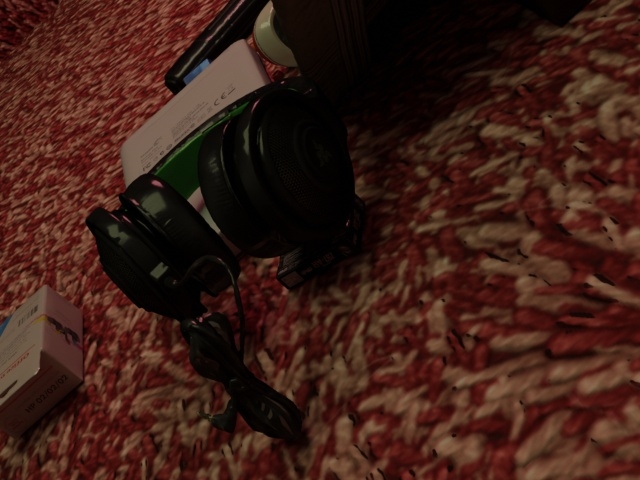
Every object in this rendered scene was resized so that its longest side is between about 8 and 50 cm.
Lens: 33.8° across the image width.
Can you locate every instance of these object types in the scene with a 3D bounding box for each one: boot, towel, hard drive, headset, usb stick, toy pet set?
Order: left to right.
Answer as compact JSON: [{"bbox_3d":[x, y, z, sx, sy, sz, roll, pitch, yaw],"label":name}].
[{"bbox_3d":[-0.124,-0.082,1.157,0.210,0.040,0.318,-40,34,11],"label":"hard drive"},{"bbox_3d":[-0.112,-0.223,1.343,0.114,0.065,0.122,-37,28,17],"label":"toy pet set"},{"bbox_3d":[-0.123,-0.316,1.510,0.278,0.045,0.077,-51,21,-10],"label":"usb stick"},{"bbox_3d":[-0.071,0.000,0.901,0.243,0.185,0.394,-33,23,14],"label":"headset"},{"bbox_3d":[-0.038,-0.235,1.203,0.176,0.088,0.244,-23,15,39],"label":"boot"},{"bbox_3d":[0.066,-0.284,0.996,0.312,0.056,0.324,-50,-12,-6],"label":"towel"}]

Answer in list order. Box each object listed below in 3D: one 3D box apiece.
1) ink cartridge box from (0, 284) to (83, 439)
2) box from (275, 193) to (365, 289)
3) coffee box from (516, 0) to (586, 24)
[{"bbox_3d":[-0.314,0.139,1.139,0.104,0.061,0.181,-41,27,10],"label":"ink cartridge box"},{"bbox_3d":[0.000,0.000,0.935,0.083,0.018,0.067,-30,31,28],"label":"box"},{"bbox_3d":[0.244,-0.326,0.906,0.246,0.141,0.098,-43,28,8],"label":"coffee box"}]
